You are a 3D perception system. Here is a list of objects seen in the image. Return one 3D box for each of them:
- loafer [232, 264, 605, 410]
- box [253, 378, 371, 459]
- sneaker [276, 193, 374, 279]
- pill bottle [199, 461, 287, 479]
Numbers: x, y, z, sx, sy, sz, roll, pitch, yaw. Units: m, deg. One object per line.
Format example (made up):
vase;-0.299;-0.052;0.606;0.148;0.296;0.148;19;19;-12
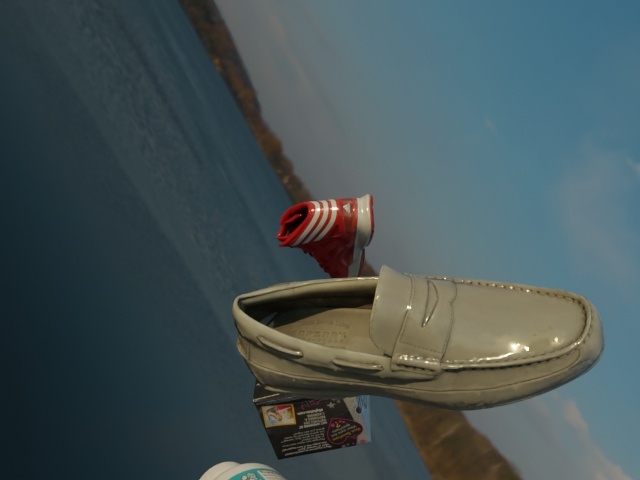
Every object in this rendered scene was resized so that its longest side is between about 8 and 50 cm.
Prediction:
loafer;0.074;0.078;0.662;0.112;0.320;0.111;-79;155;-43
box;-0.006;0.218;1.285;0.247;0.163;0.142;-88;163;-57
sneaker;0.000;0.000;1.098;0.221;0.128;0.087;101;-9;-56
pill bottle;-0.073;0.387;1.002;0.264;0.146;0.146;19;-37;56
